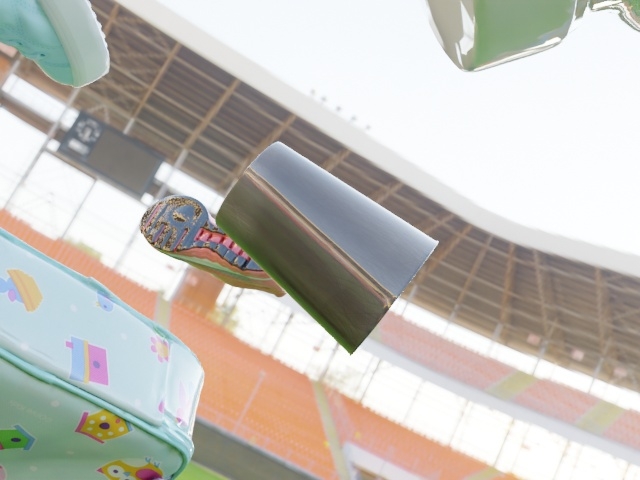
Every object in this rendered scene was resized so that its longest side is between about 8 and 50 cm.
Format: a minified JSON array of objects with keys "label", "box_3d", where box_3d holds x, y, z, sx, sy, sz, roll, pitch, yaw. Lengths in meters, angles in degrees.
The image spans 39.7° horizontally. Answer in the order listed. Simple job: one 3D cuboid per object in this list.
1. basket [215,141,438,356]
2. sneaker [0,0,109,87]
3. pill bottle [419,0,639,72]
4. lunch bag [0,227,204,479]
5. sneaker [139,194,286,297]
[{"label":"basket","box_3d":[0.000,0.000,1.058,0.227,0.204,0.154,37,-56,4]},{"label":"sneaker","box_3d":[-0.288,-0.221,0.682,0.135,0.150,0.366,55,-7,26]},{"label":"pill bottle","box_3d":[0.213,-0.207,0.376,0.363,0.210,0.210,-17,-22,2]},{"label":"lunch bag","box_3d":[-0.237,0.116,0.632,0.224,0.107,0.279,-35,-55,25]},{"label":"sneaker","box_3d":[-0.181,0.026,1.523,0.314,0.116,0.136,20,-29,27]}]
